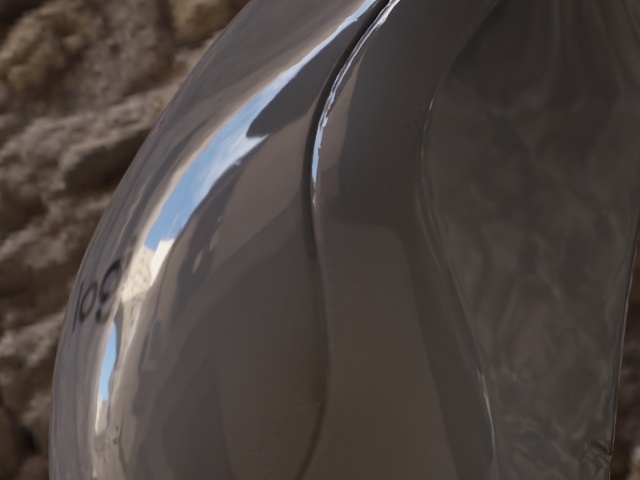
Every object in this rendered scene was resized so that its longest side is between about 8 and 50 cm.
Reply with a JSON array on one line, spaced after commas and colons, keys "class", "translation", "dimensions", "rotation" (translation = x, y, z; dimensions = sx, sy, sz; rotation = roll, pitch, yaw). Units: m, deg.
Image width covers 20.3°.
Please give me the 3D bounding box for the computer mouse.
[{"class": "computer mouse", "translation": [0.000, 0.000, 0.496], "dimensions": [0.121, 0.296, 0.184], "rotation": [25, -33, -20]}]
